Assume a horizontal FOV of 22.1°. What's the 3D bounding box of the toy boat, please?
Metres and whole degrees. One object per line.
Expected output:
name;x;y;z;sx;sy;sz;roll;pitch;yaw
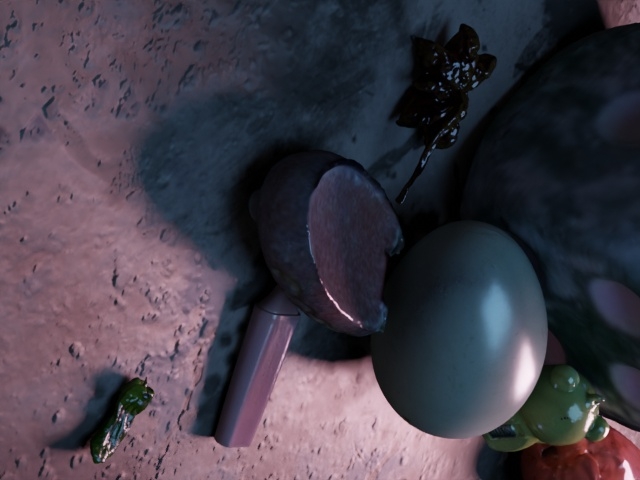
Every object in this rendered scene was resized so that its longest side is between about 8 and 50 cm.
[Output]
toy boat;0.000;0.000;1.574;0.227;0.085;0.155;45;55;-55

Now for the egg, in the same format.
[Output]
egg;0.145;0.092;1.695;0.183;0.183;0.264;-33;145;-33

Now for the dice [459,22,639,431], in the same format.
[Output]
dice;0.376;-0.010;1.792;0.330;0.328;0.348;-44;138;-23

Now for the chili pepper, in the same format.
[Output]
chili pepper;-0.184;0.164;1.502;0.030;0.034;0.091;37;81;-18

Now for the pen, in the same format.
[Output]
pen;-0.058;0.111;1.608;0.053;0.032;0.197;7;108;-48

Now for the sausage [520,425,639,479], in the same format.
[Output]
sausage;0.353;0.315;2.096;0.152;0.152;0.279;-58;143;-7

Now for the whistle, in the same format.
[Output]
whistle;0.220;0.186;1.818;0.105;0.227;0.085;56;48;-22

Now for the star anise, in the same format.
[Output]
star anise;0.115;-0.126;1.643;0.097;0.070;0.191;22;96;-54
